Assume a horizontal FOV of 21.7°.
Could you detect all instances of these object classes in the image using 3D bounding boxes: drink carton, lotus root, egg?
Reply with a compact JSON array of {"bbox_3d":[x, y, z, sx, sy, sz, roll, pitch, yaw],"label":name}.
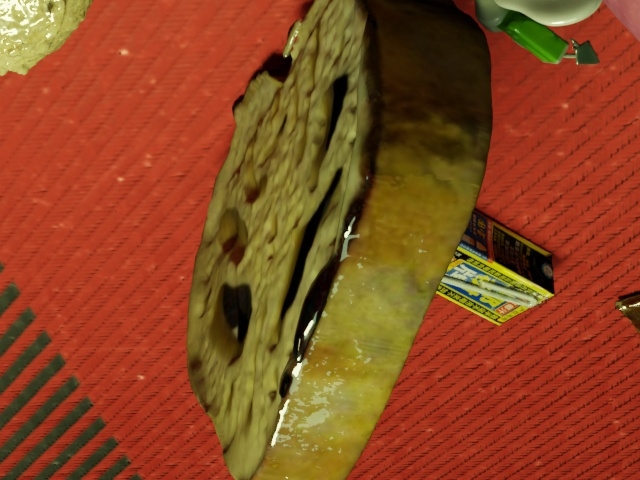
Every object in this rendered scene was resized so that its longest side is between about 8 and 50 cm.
[{"bbox_3d":[0.123,0.014,1.457,0.166,0.056,0.071,27,140,-30],"label":"drink carton"},{"bbox_3d":[0.000,0.000,1.192,0.111,0.374,0.390,18,156,-16],"label":"lotus root"},{"bbox_3d":[-0.213,-0.186,1.160,0.118,0.116,0.140,21,117,11],"label":"egg"}]

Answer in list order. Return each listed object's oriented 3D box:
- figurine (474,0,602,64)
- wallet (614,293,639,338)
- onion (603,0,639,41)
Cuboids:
[{"bbox_3d":[0.139,-0.199,1.083,0.192,0.147,0.126,8,174,35],"label":"figurine"},{"bbox_3d":[0.369,0.057,1.523,0.176,0.026,0.095,-22,131,28],"label":"wallet"},{"bbox_3d":[0.260,-0.246,0.844,0.358,0.358,0.345,-25,144,33],"label":"onion"}]
